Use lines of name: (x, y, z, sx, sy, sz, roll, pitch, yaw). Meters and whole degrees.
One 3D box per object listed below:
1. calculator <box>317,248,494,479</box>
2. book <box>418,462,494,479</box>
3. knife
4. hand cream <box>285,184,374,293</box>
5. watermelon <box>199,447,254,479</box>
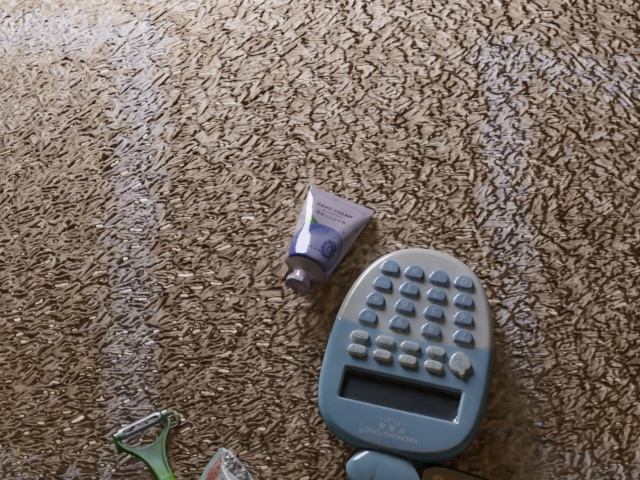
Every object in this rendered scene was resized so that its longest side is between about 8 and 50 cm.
calculator: (0.097, 0.146, 1.188, 0.188, 0.042, 0.303, 12, 66, 8)
book: (0.171, 0.389, 1.118, 0.202, 0.027, 0.264, 17, 70, 5)
knife: (-0.160, 0.268, 1.154, 0.078, 0.022, 0.166, -25, 73, -25)
hand cream: (0.000, 0.000, 1.250, 0.084, 0.053, 0.142, 23, 60, 7)
watermelon: (-0.097, 0.264, 1.135, 0.085, 0.061, 0.085, 5, 73, -17)
